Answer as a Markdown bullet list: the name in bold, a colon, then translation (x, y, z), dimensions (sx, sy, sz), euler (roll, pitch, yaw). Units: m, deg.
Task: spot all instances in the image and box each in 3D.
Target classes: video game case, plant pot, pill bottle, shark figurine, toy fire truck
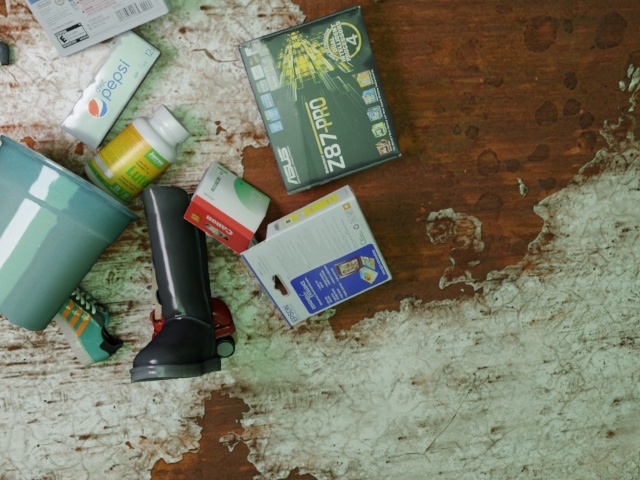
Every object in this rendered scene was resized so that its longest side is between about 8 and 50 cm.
- **video game case**: translation (-0.527, -0.586, 1.378), dimensions (0.329, 0.036, 0.300), euler (-11, 124, 26)
- **plant pot**: translation (-0.642, -0.001, 1.416), dimensions (0.341, 0.341, 0.334), euler (32, 80, -16)
- **pill bottle**: translation (-0.439, -0.213, 1.549), dimensions (0.245, 0.136, 0.136), euler (-42, 107, 2)
- **shark figurine**: translation (-0.221, 0.020, 1.685), dimensions (0.116, 0.166, 0.278), euler (-26, 128, 23)
- **toy fire truck**: translation (-0.352, 0.191, 1.676), dimensions (0.217, 0.158, 0.246), euler (-16, 116, -6)

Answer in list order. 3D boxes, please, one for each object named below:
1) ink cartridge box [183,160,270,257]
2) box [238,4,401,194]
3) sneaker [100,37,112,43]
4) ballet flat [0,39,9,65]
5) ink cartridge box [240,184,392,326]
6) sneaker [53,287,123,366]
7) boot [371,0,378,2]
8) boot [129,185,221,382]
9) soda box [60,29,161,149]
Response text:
- **ink cartridge box**: translation (-0.227, -0.083, 1.578), dimensions (0.181, 0.225, 0.056), euler (35, 119, -17)
- **box**: translation (0.001, -0.353, 1.617), dimensions (0.318, 0.097, 0.395), euler (-18, 107, -2)
- **sneaker**: translation (-0.558, -0.545, 1.479), dimensions (0.066, 0.071, 0.188), euler (-34, 107, -1)
- **ballet flat**: translation (-0.818, -0.403, 1.467), dimensions (0.203, 0.074, 0.074), euler (-18, 106, -8)
- **ink cartridge box**: translation (-0.006, 0.048, 1.614), dimensions (0.307, 0.072, 0.304), euler (-24, 130, 5)
- **sneaker**: translation (-0.616, 0.179, 1.636), dimensions (0.121, 0.108, 0.302), euler (-24, 115, -5)
- **boot**: translation (0.173, -0.746, 1.550), dimensions (0.203, 0.095, 0.262), euler (-24, 108, -3)
- **boot**: translation (-0.340, 0.088, 1.452), dimensions (0.146, 0.367, 0.445), euler (-6, 82, 3)
- **soda box**: translation (-0.500, -0.364, 1.524), dimensions (0.098, 0.091, 0.286), euler (34, 96, -17)
